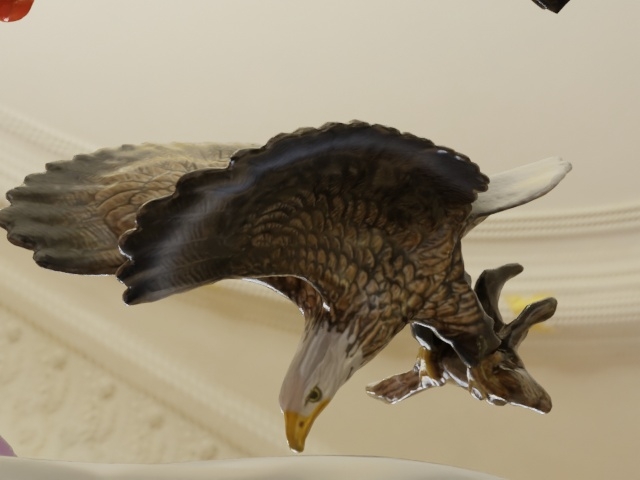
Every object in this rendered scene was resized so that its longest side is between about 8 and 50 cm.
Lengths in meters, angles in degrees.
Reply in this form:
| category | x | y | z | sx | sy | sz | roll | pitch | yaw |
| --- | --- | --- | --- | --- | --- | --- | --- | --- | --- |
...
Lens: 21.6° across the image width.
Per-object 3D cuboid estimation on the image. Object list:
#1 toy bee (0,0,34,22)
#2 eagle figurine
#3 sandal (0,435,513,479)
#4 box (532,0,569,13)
| category | x | y | z | sx | sy | sz | roll | pitch | yaw |
| --- | --- | --- | --- | --- | --- | --- | --- | --- | --- |
| toy bee | -0.123 | -0.182 | 0.712 | 0.195 | 0.298 | 0.162 | 43 | -40 | 6 |
| eagle figurine | -0.002 | 0.008 | 0.956 | 0.298 | 0.225 | 0.226 | 35 | -60 | -25 |
| sandal | -0.105 | 0.102 | 0.444 | 0.416 | 0.102 | 0.169 | 7 | -68 | 17 |
| box | 0.064 | -0.254 | 0.459 | 0.293 | 0.295 | 0.073 | -48 | -145 | 15 |
